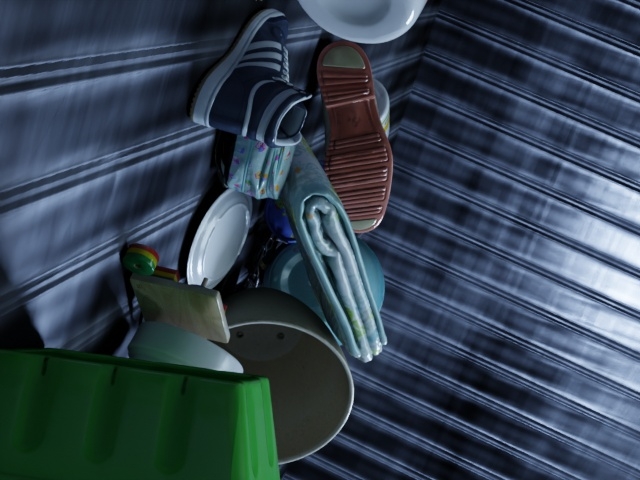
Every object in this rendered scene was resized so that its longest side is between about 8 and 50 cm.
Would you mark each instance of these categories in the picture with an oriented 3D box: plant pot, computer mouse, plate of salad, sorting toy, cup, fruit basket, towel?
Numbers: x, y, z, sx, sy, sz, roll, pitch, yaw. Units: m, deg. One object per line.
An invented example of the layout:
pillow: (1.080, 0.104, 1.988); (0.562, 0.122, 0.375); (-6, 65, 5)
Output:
plant pot: (-0.006, 0.094, 2.353); (0.255, 0.271, 0.272); (36, 76, -81)
computer mouse: (-0.153, 0.101, 2.235); (0.184, 0.060, 0.262); (-68, 172, -60)
plate of salad: (-0.177, -0.005, 1.860); (0.200, 0.048, 0.200); (-52, 156, -35)
sorting toy: (-0.197, 0.091, 1.605); (0.275, 0.132, 0.046); (84, 21, -55)
cup: (-0.110, 0.220, 2.059); (0.237, 0.331, 0.331); (-95, -162, -59)
fruit basket: (-0.231, 0.320, 1.272); (0.283, 0.392, 0.392); (31, 80, -81)
towel: (0.000, 0.000, 1.974); (0.320, 0.090, 0.375); (-121, -169, -58)

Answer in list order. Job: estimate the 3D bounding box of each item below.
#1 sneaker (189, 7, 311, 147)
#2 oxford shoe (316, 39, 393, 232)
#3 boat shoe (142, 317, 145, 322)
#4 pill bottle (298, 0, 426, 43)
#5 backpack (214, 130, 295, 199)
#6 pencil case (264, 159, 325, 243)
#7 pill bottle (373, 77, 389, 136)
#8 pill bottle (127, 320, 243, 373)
sneaker: (-0.068, -0.238, 1.634); (0.282, 0.153, 0.099); (-60, 168, -45)
oxford shoe: (0.072, -0.217, 2.254); (0.146, 0.140, 0.397); (-90, 176, -75)
boat shoe: (-0.232, 0.197, 1.804); (0.113, 0.104, 0.306); (-59, 166, -47)
pill bottle: (0.124, -0.539, 1.843); (0.229, 0.229, 0.408); (98, 16, -54)
backpack: (-0.097, -0.156, 1.767); (0.152, 0.115, 0.182); (-49, 155, -62)
pencil case: (-0.020, -0.084, 2.310); (0.119, 0.133, 0.306); (-41, -179, 21)
pill bottle: (0.091, -0.273, 2.531); (0.246, 0.136, 0.136); (78, 34, -74)
pill bottle: (-0.263, 0.313, 1.567); (0.210, 0.210, 0.363); (89, 23, -66)
